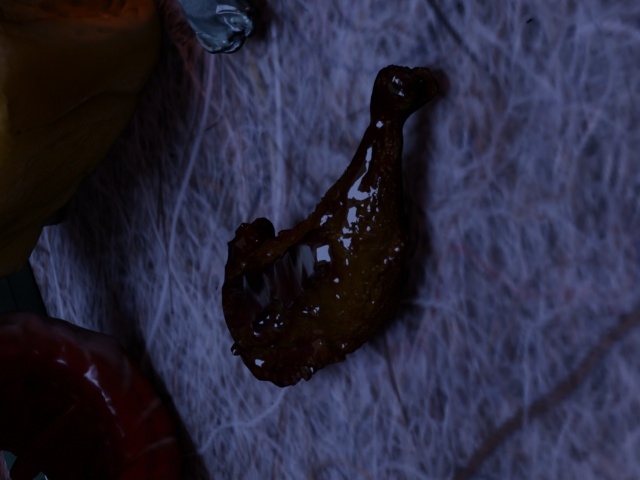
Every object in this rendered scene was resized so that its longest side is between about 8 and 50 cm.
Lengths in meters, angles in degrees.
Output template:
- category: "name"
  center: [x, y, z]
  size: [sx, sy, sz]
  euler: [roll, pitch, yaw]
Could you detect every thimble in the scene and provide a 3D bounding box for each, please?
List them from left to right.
- category: "thimble"
  center: [-0.177, 0.145, 0.938]
  size: [0.189, 0.163, 0.125]
  euler: [67, 149, 33]

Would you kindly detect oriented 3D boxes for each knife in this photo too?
- category: "knife"
  center: [-0.096, -0.211, 0.818]
  size: [0.296, 0.026, 0.044]
  euler: [65, 144, 26]

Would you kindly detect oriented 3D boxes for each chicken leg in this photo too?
- category: "chicken leg"
  center: [0.001, 0.006, 0.706]
  size: [0.089, 0.048, 0.219]
  euler: [65, 147, 16]

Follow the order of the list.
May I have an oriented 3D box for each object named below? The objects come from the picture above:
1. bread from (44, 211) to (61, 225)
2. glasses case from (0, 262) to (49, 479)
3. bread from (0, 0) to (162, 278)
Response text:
- category: "bread"
  center: [-0.237, -0.047, 1.064]
  size: [0.157, 0.083, 0.094]
  euler: [33, 115, 52]
- category: "glasses case"
  center: [-0.215, 0.107, 1.106]
  size: [0.078, 0.039, 0.184]
  euler: [-47, 60, 55]
- category: "bread"
  center: [-0.220, -0.048, 0.882]
  size: [0.132, 0.167, 0.294]
  euler: [45, 126, 6]
